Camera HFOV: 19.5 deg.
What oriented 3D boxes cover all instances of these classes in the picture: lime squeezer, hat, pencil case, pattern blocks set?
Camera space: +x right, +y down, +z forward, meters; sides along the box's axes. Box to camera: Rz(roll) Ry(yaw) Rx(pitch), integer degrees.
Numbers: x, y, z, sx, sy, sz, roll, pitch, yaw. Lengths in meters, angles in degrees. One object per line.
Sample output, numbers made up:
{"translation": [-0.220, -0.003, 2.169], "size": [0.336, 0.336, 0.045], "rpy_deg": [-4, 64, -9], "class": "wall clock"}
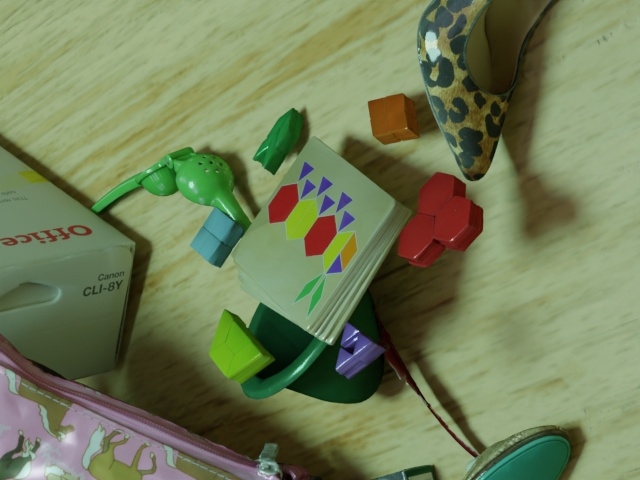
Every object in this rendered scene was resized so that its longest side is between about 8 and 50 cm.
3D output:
{"translation": [-0.130, -0.043, 1.832], "size": [0.310, 0.059, 0.110], "rpy_deg": [18, 139, 42], "class": "lime squeezer"}
{"translation": [0.047, 0.115, 1.675], "size": [0.173, 0.183, 0.208], "rpy_deg": [-39, 27, 37], "class": "hat"}
{"translation": [-0.192, 0.216, 1.721], "size": [0.386, 0.160, 0.167], "rpy_deg": [22, 81, 9], "class": "pencil case"}
{"translation": [0.000, 0.000, 1.615], "size": [0.285, 0.026, 0.325], "rpy_deg": [-51, 35, 11], "class": "pattern blocks set"}

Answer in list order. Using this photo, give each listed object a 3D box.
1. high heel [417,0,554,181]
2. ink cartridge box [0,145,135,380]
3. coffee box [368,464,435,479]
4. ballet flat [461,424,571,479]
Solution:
{"translation": [0.173, -0.174, 1.477], "size": [0.186, 0.093, 0.261], "rpy_deg": [4, 99, 38], "class": "high heel"}
{"translation": [-0.420, 0.013, 1.947], "size": [0.385, 0.279, 0.160], "rpy_deg": [33, 123, 40], "class": "ink cartridge box"}
{"translation": [0.073, 0.300, 1.653], "size": [0.113, 0.040, 0.184], "rpy_deg": [-23, 78, 43], "class": "coffee box"}
{"translation": [0.128, 0.221, 1.559], "size": [0.206, 0.073, 0.067], "rpy_deg": [-50, 28, 12], "class": "ballet flat"}
